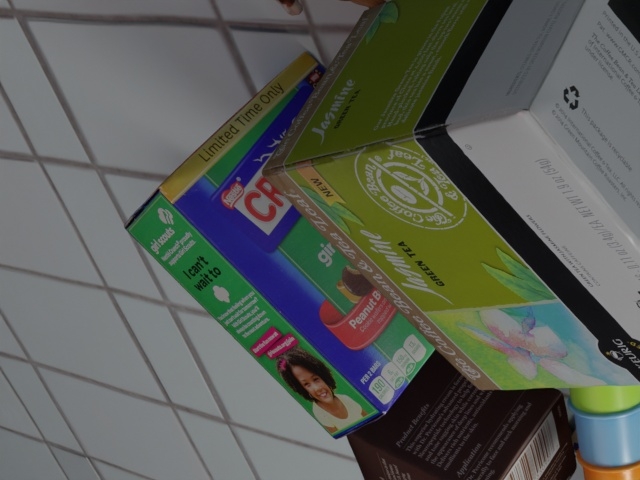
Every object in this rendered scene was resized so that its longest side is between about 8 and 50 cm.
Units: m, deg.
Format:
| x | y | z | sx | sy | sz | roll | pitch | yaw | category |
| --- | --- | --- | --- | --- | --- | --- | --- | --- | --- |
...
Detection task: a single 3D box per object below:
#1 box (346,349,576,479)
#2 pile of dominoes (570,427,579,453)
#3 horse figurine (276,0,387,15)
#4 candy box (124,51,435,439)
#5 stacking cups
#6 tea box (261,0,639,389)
| x | y | z | sx | sy | sz | roll | pitch | yaw | category |
| --- | --- | --- | --- | --- | --- | --- | --- | --- | --- |
| 0.169 | 0.245 | 1.609 | 0.203 | 0.168 | 0.167 | 23 | 150 | 33 | box |
| 0.249 | 0.146 | 1.554 | 0.196 | 0.040 | 0.251 | 32 | 145 | 14 | pile of dominoes |
| 0.059 | -0.260 | 1.265 | 0.174 | 0.066 | 0.263 | 41 | 149 | -8 | horse figurine |
| 0.000 | 0.000 | 1.435 | 0.317 | 0.268 | 0.122 | 44 | 144 | -3 | candy box |
| 0.295 | 0.193 | 1.412 | 0.096 | 0.096 | 0.316 | 7 | 112 | 41 | stacking cups |
| 0.193 | -0.052 | 1.179 | 0.329 | 0.220 | 0.323 | 44 | 150 | -24 | tea box |
